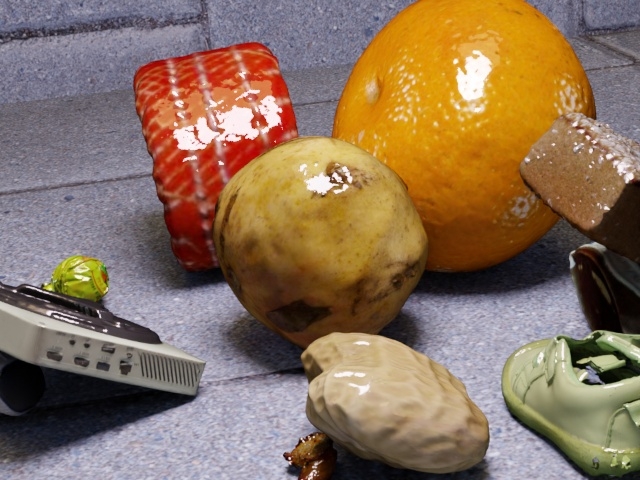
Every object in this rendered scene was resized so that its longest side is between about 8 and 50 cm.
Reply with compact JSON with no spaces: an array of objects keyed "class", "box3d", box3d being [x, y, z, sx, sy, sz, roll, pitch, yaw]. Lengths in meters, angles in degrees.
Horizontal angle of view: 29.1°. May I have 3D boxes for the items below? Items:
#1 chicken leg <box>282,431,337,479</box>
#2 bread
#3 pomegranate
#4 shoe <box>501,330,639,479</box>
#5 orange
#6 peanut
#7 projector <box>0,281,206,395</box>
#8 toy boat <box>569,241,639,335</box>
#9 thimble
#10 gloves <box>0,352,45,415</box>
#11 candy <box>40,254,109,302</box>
[{"class":"chicken leg","box3d":[-0.012,0.231,1.266,0.062,0.037,0.145,-13,15,7]},{"class":"bread","box3d":[0.432,-0.023,1.478,0.417,0.113,0.165,20,22,-37]},{"class":"pomegranate","box3d":[0.000,0.000,1.559,0.281,0.281,0.281,-4,19,2]},{"class":"shoe","box3d":[0.295,0.156,1.308,0.140,0.128,0.262,5,19,-15]},{"class":"orange","box3d":[0.208,-0.150,1.776,0.326,0.424,0.424,23,7,-26]},{"class":"peanut","box3d":[0.073,0.167,1.299,0.197,0.110,0.233,17,17,-12]},{"class":"projector","box3d":[-0.305,0.107,1.474,0.259,0.079,0.257,16,-2,44]},{"class":"toy boat","box3d":[0.393,0.068,1.517,0.115,0.114,0.262,-2,24,-5]},{"class":"thimble","box3d":[-0.141,-0.122,1.878,0.231,0.350,0.350,-13,20,-4]},{"class":"gloves","box3d":[-0.430,0.164,1.478,0.229,0.097,0.119,14,21,33]},{"class":"candy","box3d":[-0.426,0.089,1.752,0.262,0.077,0.073,-21,21,-18]}]
